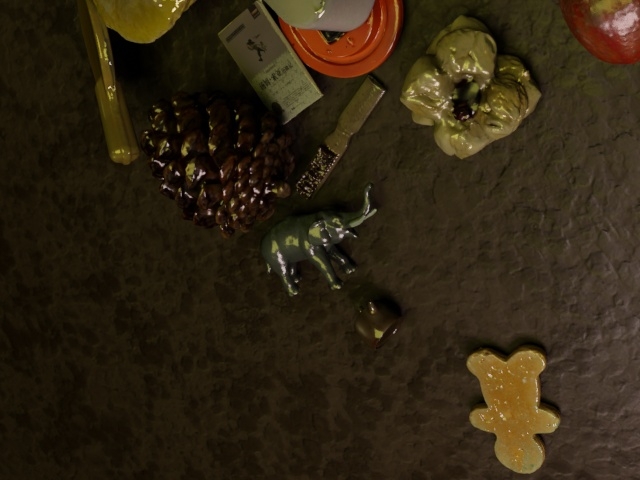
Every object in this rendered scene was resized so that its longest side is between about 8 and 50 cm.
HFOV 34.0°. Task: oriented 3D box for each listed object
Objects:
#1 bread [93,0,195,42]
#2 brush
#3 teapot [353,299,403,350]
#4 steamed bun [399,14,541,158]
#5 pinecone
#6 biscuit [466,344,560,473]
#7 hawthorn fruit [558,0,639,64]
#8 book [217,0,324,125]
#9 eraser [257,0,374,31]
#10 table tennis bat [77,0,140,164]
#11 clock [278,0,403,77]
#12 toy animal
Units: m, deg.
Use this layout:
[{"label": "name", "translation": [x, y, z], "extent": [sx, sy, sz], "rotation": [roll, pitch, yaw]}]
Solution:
[{"label": "bread", "translation": [-0.261, -0.416, 1.613], "extent": [0.197, 0.170, 0.197], "rotation": [12, 121, 22]}, {"label": "brush", "translation": [0.026, -0.157, 1.667], "extent": [0.043, 0.036, 0.248], "rotation": [38, 125, 2]}, {"label": "teapot", "translation": [0.089, 0.138, 1.755], "extent": [0.068, 0.076, 0.121], "rotation": [40, 156, 18]}, {"label": "steamed bun", "translation": [0.198, -0.210, 1.506], "extent": [0.192, 0.106, 0.177], "rotation": [-35, 92, 37]}, {"label": "pinecone", "translation": [-0.167, -0.130, 1.675], "extent": [0.272, 0.224, 0.224], "rotation": [30, 124, 18]}, {"label": "biscuit", "translation": [0.317, 0.278, 1.721], "extent": [0.153, 0.030, 0.234], "rotation": [-4, 111, 31]}, {"label": "hawthorn fruit", "translation": [0.399, -0.287, 1.351], "extent": [0.162, 0.163, 0.204], "rotation": [-10, 126, 31]}, {"label": "book", "translation": [-0.080, -0.279, 1.657], "extent": [0.182, 0.014, 0.127], "rotation": [56, 143, -6]}, {"label": "eraser", "translation": [-0.005, -0.489, 1.434], "extent": [0.331, 0.150, 0.332], "rotation": [7, 103, 33]}, {"label": "table tennis bat", "translation": [-0.357, -0.277, 1.716], "extent": [0.198, 0.050, 0.321], "rotation": [131, 123, -70]}, {"label": "clock", "translation": [0.027, -0.344, 1.568], "extent": [0.205, 0.051, 0.205], "rotation": [13, 119, 24]}, {"label": "toy animal", "translation": [0.007, 0.008, 1.726], "extent": [0.269, 0.082, 0.137], "rotation": [-22, 102, 35]}]
